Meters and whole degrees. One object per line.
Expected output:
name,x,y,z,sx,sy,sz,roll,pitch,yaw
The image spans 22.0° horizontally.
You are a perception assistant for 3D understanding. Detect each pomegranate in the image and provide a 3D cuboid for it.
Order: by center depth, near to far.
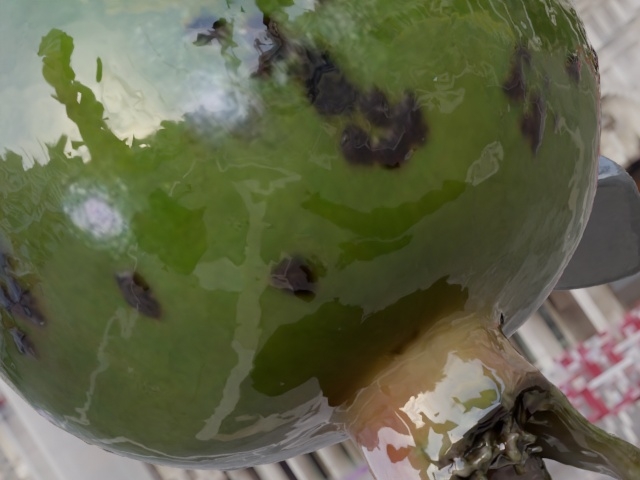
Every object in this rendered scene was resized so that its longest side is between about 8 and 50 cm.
pomegranate,-0.007,-0.018,0.650,0.290,0.323,0.291,-19,-45,-21

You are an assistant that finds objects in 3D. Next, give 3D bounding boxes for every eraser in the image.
eraser,0.057,-0.051,1.065,0.061,0.089,0.352,-39,41,-26
